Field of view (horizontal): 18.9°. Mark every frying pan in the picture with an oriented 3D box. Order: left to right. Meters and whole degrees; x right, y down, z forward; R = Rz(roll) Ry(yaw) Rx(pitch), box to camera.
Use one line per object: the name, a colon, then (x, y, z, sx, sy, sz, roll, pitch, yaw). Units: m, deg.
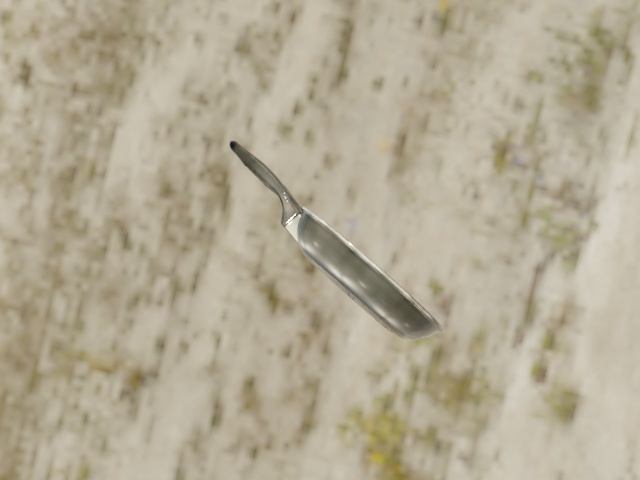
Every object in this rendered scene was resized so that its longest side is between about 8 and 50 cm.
frying pan: (-0.001, -0.003, 2.000, 0.053, 0.326, 0.197, -49, -11, -3)
